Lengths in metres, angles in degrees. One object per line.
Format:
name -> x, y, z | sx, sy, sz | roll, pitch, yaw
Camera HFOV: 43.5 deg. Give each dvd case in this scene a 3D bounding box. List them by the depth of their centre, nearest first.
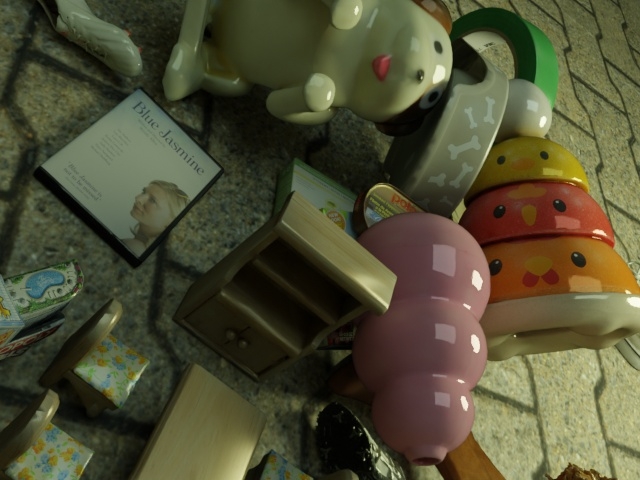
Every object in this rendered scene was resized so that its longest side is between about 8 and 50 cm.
dvd case -> -0.257, -0.097, 1.132 | 0.180, 0.022, 0.253 | 44, 40, -10

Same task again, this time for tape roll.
tape roll -> 0.319, -0.298, 1.605 | 0.077, 0.321, 0.321 | 14, 53, -39

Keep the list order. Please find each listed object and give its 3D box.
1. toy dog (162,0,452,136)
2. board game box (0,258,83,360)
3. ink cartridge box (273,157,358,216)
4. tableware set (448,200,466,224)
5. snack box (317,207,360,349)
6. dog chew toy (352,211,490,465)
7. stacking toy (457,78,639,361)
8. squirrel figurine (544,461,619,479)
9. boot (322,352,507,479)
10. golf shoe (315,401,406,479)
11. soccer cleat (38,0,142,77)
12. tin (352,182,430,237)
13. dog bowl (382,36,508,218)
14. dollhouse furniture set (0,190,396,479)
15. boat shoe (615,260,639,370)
toy dog -> 0.005, -0.301, 1.276 | 0.407, 0.285, 0.395 | 17, 6, 5
board game box -> -0.329, 0.086, 0.791 | 0.194, 0.194, 0.060 | -20, 77, -49
ink cartridge box -> 0.000, 0.000, 1.288 | 0.171, 0.056, 0.235 | 30, 42, -26
tableware set -> 0.282, 0.001, 1.575 | 0.128, 0.039, 0.194 | 3, 65, -57
snack box -> 0.059, 0.063, 1.237 | 0.174, 0.070, 0.207 | 5, 73, -37
dog chew toy -> 0.130, 0.129, 1.065 | 0.206, 0.206, 0.332 | 23, 51, -31
stacking toy -> 0.343, -0.052, 1.365 | 0.350, 0.350, 0.480 | 10, 68, -40
squirrel figurine -> 0.468, 0.450, 1.158 | 0.396, 0.370, 0.281 | 10, 56, -40
boot -> 0.147, 0.288, 1.153 | 0.264, 0.096, 0.280 | 21, 34, -50
golf shoe -> 0.063, 0.314, 1.114 | 0.198, 0.077, 0.094 | 59, 14, 15
soccer cleat -> -0.344, -0.306, 1.174 | 0.196, 0.068, 0.076 | 46, 44, 3
tin -> 0.127, -0.013, 1.245 | 0.189, 0.040, 0.106 | 34, 61, -27
dog bowl -> 0.205, -0.170, 1.393 | 0.102, 0.349, 0.349 | 24, 45, -6
dollhouse furniture set -> -0.094, 0.175, 0.905 | 0.362, 0.256, 0.394 | 39, 41, -15
boat shoe -> 0.670, 0.120, 1.769 | 0.367, 0.156, 0.136 | 51, 39, -3
